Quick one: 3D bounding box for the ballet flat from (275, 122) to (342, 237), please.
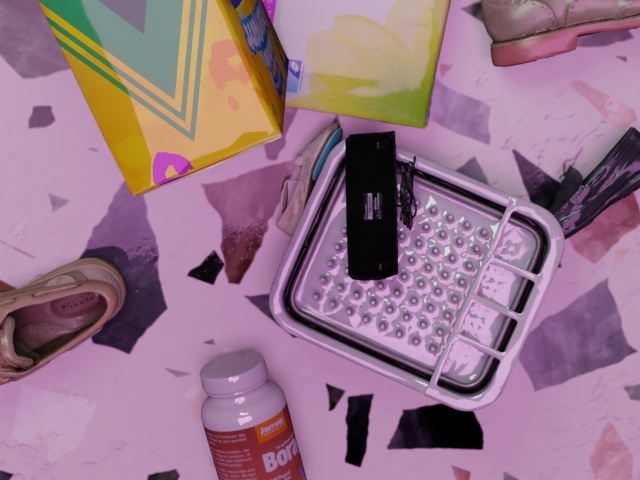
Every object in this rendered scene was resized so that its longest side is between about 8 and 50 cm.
[{"bbox_3d":[-0.021,-0.084,1.654,0.052,0.057,0.168,24,103,20],"label":"ballet flat"}]

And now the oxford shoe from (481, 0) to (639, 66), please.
[{"bbox_3d":[0.373,-0.329,1.569,0.348,0.123,0.130,-18,101,1],"label":"oxford shoe"}]

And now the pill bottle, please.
[{"bbox_3d":[-0.097,0.269,1.714,0.121,0.121,0.216,-14,107,1],"label":"pill bottle"}]

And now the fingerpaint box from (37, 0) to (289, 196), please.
[{"bbox_3d":[-0.172,-0.290,1.280,0.163,0.445,0.371,-22,105,6],"label":"fingerpaint box"}]

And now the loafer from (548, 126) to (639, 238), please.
[{"bbox_3d":[0.354,-0.065,1.671,0.223,0.076,0.078,-37,90,9],"label":"loafer"}]

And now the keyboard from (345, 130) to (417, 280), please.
[{"bbox_3d":[0.083,-0.044,1.601,0.100,0.038,0.192,-1,89,28],"label":"keyboard"}]

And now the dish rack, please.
[{"bbox_3d":[0.126,0.041,1.639,0.332,0.072,0.286,24,92,4],"label":"dish rack"}]

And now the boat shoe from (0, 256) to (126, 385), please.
[{"bbox_3d":[-0.424,0.130,1.662,0.341,0.110,0.122,-30,105,5],"label":"boat shoe"}]

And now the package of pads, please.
[{"bbox_3d":[0.012,-0.281,1.572,0.296,0.101,0.229,9,107,-6],"label":"package of pads"}]
